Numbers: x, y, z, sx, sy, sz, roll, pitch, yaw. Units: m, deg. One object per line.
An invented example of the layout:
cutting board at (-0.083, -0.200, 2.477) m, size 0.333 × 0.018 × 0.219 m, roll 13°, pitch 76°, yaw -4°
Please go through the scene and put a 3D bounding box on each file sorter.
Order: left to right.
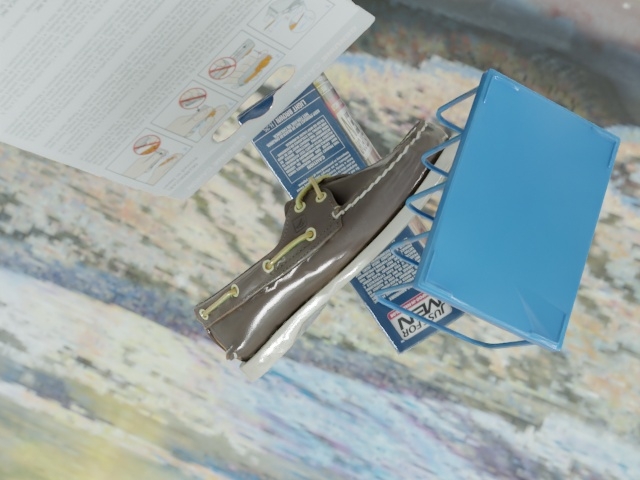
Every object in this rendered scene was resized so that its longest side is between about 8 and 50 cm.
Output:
file sorter at (0.127, -0.015, 0.788) m, size 0.118 × 0.170 × 0.104 m, roll 25°, pitch 163°, yaw -15°

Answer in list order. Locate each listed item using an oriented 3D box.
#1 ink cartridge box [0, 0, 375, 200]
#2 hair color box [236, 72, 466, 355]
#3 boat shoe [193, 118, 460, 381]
ink cartridge box at (-0.170, -0.202, 1.000) m, size 0.385 × 0.308 × 0.091 m, roll 19°, pitch -145°, yaw -54°
hair color box at (0.046, -0.045, 1.316) m, size 0.347 × 0.105 × 0.174 m, roll 56°, pitch -168°, yaw -7°
boat shoe at (0.000, 0.000, 0.985) m, size 0.096 × 0.324 × 0.116 m, roll 43°, pitch -151°, yaw 1°
